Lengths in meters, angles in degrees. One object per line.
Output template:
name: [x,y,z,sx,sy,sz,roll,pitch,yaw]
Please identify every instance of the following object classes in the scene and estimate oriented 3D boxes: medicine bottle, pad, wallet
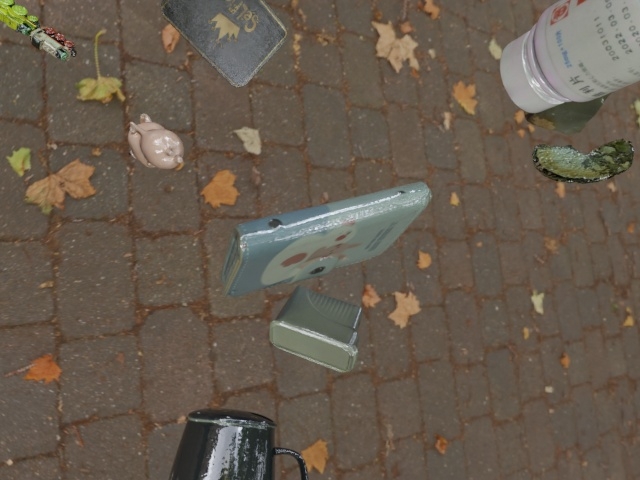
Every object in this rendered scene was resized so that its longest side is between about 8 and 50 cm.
medicine bottle: [0.431,-0.312,0.864,0.170,0.293,0.170,5,80,-28]
pad: [-0.228,-0.638,1.590,0.315,0.063,0.375,-48,142,4]
wallet: [0.000,0.000,0.972,0.360,0.252,0.083,-14,70,-25]

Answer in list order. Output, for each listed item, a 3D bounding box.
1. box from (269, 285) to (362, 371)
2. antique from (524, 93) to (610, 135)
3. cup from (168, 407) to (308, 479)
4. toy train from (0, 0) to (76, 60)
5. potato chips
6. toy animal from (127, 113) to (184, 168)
box: [0.002,0.258,1.670,0.274,0.138,0.178,19,46,11]
antique: [0.640,-0.391,1.354,0.150,0.284,0.125,20,61,-5]
cup: [-0.126,0.363,0.890,0.223,0.169,0.176,9,69,-9]
toy train: [-0.790,-0.579,1.530,0.250,0.053,0.085,35,45,-7]
potato chips: [0.600,-0.186,1.264,0.220,0.202,0.029,-15,122,0]
toy animal: [-0.285,-0.165,0.978,0.089,0.150,0.083,-12,122,-31]
